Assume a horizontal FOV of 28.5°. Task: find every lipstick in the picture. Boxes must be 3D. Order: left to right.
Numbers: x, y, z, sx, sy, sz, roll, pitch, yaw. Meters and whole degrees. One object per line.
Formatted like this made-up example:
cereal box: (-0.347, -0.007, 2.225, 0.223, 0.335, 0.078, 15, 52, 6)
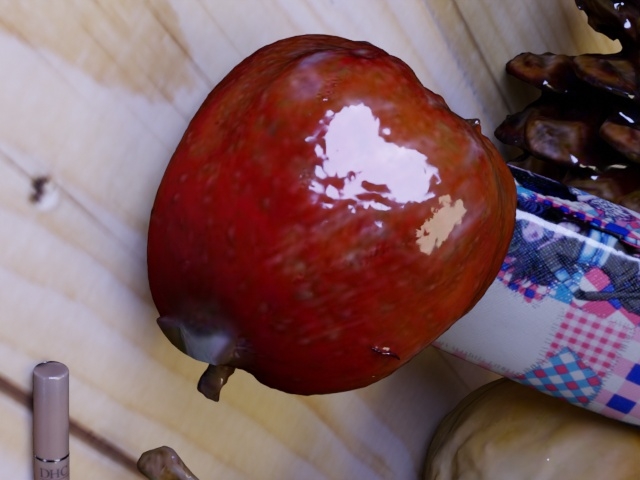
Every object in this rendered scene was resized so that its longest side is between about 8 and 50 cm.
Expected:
lipstick: (-0.136, 0.107, 0.637, 0.019, 0.019, 0.094, -23, 124, -50)

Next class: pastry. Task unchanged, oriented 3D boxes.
pastry: (0.255, 0.253, 0.937, 0.245, 0.409, 0.409, -41, 144, 2)

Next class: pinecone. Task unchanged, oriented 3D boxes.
pinecone: (0.250, -0.054, 0.915, 0.298, 0.242, 0.295, -25, 115, -61)

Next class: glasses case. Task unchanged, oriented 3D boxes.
glasses case: (0.161, 0.038, 0.782, 0.076, 0.328, 0.125, -63, 174, -55)

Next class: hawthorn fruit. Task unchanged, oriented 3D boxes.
hawthorn fruit: (0.000, 0.000, 0.653, 0.202, 0.185, 0.185, -54, 145, -2)

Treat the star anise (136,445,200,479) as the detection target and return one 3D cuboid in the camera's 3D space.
star anise: (-0.020, 0.273, 0.759, 0.293, 0.109, 0.349, -3, 112, -33)
